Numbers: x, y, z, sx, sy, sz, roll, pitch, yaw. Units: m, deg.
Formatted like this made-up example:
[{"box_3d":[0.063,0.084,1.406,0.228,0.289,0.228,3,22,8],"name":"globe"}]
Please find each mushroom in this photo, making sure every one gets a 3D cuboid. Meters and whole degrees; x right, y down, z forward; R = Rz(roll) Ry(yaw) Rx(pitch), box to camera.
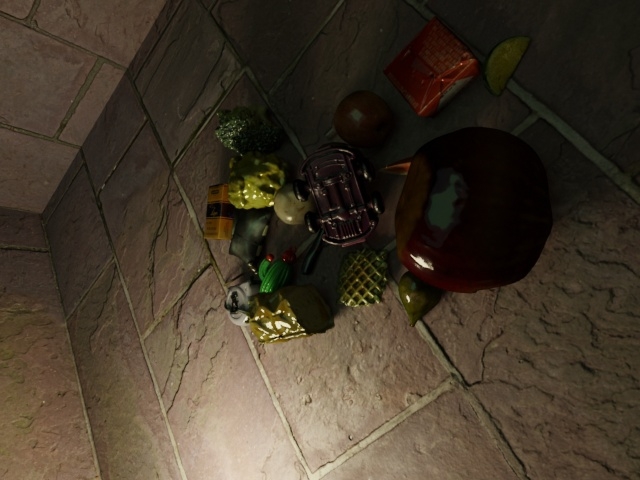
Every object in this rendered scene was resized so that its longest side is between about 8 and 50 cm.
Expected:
[{"box_3d":[-0.094,-0.138,1.734,0.166,0.127,0.166,0,93,7],"name":"mushroom"}]

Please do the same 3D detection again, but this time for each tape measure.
[{"box_3d":[-0.311,0.254,1.843,0.196,0.105,0.178,-27,70,40],"name":"tape measure"}]

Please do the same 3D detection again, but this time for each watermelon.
[{"box_3d":[0.532,-0.530,1.367,0.092,0.075,0.181,24,102,-6],"name":"watermelon"},{"box_3d":[0.304,-0.245,1.445,0.245,0.119,0.063,-1,93,38],"name":"watermelon"}]

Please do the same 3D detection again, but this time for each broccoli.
[{"box_3d":[-0.293,-0.486,1.915,0.248,0.288,0.245,129,153,-67],"name":"broccoli"}]

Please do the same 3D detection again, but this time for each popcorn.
[{"box_3d":[-0.241,-0.244,1.825,0.250,0.235,0.241,-1,83,-1],"name":"popcorn"}]

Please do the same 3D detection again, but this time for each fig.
[{"box_3d":[0.284,0.169,1.391,0.126,0.133,0.184,52,134,24],"name":"fig"}]

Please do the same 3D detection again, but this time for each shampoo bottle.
[{"box_3d":[0.080,-0.444,1.705,0.165,0.040,0.080,-40,62,25],"name":"shampoo bottle"}]

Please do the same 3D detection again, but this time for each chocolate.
[{"box_3d":[0.358,-0.542,1.462,0.235,0.108,0.237,-44,60,24],"name":"chocolate"}]

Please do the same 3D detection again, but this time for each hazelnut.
[{"box_3d":[0.381,-0.075,1.213,0.402,0.402,0.428,1,81,39],"name":"hazelnut"}]

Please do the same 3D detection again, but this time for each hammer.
[{"box_3d":[-0.339,0.151,1.904,0.058,0.029,0.292,54,139,-4],"name":"hammer"},{"box_3d":[0.000,0.000,1.695,0.137,0.037,0.289,30,100,39],"name":"hammer"}]

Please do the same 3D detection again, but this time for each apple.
[{"box_3d":[0.148,-0.407,1.553,0.174,0.188,0.188,38,106,33],"name":"apple"}]

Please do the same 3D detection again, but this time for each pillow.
[{"box_3d":[-0.293,-0.027,1.885,0.186,0.106,0.249,25,101,41],"name":"pillow"}]

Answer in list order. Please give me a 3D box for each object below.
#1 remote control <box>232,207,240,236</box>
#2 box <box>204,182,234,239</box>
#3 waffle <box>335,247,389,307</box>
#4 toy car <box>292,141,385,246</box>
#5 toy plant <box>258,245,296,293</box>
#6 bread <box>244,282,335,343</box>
[{"box_3d":[-0.397,-0.128,2.031,0.098,0.038,0.233,-26,67,37],"name":"remote control"},{"box_3d":[-0.434,-0.122,1.979,0.152,0.070,0.237,2,88,53],"name":"box"},{"box_3d":[0.139,0.125,1.552,0.214,0.054,0.207,-5,76,40],"name":"waffle"},{"box_3d":[0.071,-0.164,1.556,0.272,0.240,0.340,-15,100,14],"name":"toy car"},{"box_3d":[-0.170,0.130,1.766,0.155,0.088,0.240,8,98,25],"name":"toy plant"},{"box_3d":[-0.116,0.263,1.621,0.252,0.196,0.238,-27,106,40],"name":"bread"}]
